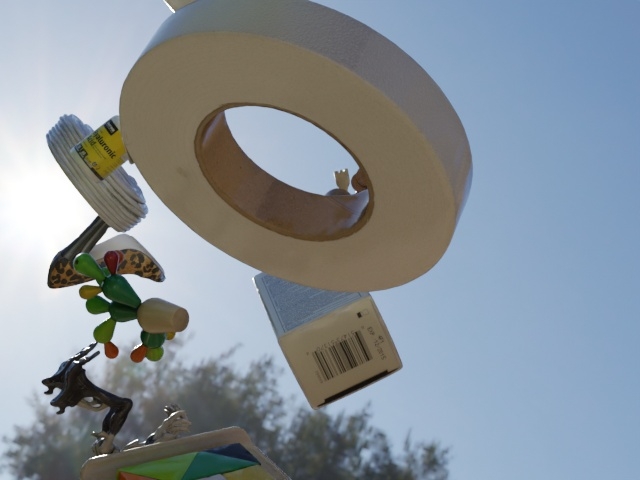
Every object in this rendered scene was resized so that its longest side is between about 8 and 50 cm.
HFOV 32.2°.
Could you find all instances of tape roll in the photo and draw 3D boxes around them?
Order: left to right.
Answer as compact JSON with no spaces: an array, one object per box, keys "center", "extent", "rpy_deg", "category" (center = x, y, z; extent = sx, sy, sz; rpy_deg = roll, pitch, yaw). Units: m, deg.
[{"center":[-0.031,-0.092,1.196],"extent":[0.392,0.072,0.392],"rpy_deg":[18,-35,13],"category":"tape roll"}]

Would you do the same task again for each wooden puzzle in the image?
[{"center":[-0.116,0.286,1.204],"extent":[0.239,0.221,0.044],"rpy_deg":[37,-55,47],"category":"wooden puzzle"}]

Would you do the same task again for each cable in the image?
[{"center":[-0.437,-0.132,2.158],"extent":[0.257,0.089,0.257],"rpy_deg":[54,-2,-39],"category":"cable"}]

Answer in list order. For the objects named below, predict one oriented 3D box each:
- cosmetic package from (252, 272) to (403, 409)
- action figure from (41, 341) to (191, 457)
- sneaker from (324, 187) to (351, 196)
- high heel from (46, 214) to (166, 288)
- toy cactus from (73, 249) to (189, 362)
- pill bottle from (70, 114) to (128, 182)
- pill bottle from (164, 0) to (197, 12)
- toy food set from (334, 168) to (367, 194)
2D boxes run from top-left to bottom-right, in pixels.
[{"center":[0.004,0.120,1.676],"extent":[0.153,0.296,0.129],"rpy_deg":[-25,-71,-1],"category":"cosmetic package"},{"center":[-0.223,0.256,1.386],"extent":[0.275,0.141,0.164],"rpy_deg":[56,-17,-8],"category":"action figure"},{"center":[0.000,0.000,1.864],"extent":[0.064,0.086,0.192],"rpy_deg":[27,-40,-5],"category":"sneaker"},{"center":[-0.449,0.070,2.326],"extent":[0.093,0.186,0.261],"rpy_deg":[40,-4,42],"category":"high heel"},{"center":[-0.251,0.096,1.540],"extent":[0.180,0.112,0.219],"rpy_deg":[6,-51,37],"category":"toy cactus"},{"center":[-0.302,-0.143,1.624],"extent":[0.065,0.116,0.065],"rpy_deg":[51,-2,3],"category":"pill bottle"},{"center":[-0.066,-0.488,1.523],"extent":[0.392,0.224,0.224],"rpy_deg":[-24,-47,10],"category":"pill bottle"},{"center":[0.116,-0.097,1.961],"extent":[0.192,0.132,0.038],"rpy_deg":[-15,-16,19],"category":"toy food set"}]
